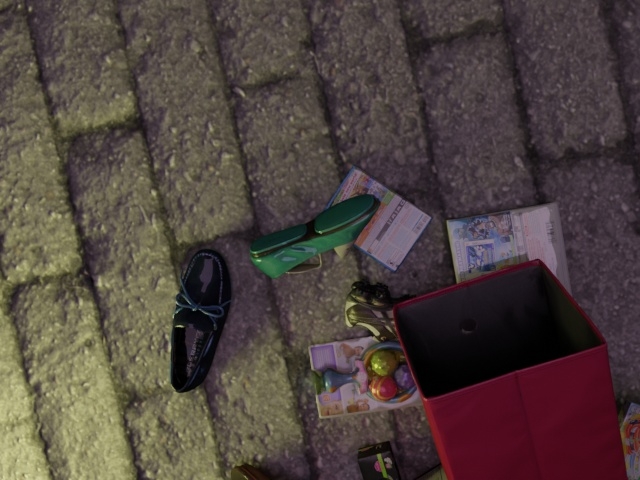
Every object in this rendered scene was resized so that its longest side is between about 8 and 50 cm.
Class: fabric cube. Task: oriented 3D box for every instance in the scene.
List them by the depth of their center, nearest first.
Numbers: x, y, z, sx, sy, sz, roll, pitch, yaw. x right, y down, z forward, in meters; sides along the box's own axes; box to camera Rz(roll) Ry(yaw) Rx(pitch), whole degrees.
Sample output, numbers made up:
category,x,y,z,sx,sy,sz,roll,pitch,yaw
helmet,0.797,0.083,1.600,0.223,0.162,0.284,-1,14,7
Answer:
category,x,y,z,sx,sy,sz,roll,pitch,yaw
fabric cube,0.279,0.225,1.048,0.259,0.254,0.258,-18,116,4

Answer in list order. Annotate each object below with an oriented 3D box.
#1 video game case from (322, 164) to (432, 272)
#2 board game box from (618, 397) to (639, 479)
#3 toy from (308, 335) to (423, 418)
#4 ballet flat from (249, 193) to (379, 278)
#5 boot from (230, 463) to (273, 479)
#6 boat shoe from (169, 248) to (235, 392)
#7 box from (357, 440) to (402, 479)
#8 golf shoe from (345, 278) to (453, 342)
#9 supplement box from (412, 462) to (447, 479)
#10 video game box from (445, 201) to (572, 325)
category,x,y,z,sx,sy,sz,roll,pitch,yaw
video game case,0.095,-0.038,1.206,0.166,0.015,0.119,34,97,2
board game box,0.511,0.342,1.095,0.103,0.026,0.154,20,95,3
toy,0.103,0.238,1.204,0.237,0.056,0.137,-8,94,6
ballet flat,0.000,0.000,1.184,0.247,0.083,0.087,-22,121,15
boot,-0.026,0.490,1.227,0.305,0.115,0.112,35,141,15
boat shoe,-0.210,0.146,1.211,0.108,0.089,0.258,5,94,5
box,0.106,0.409,1.218,0.062,0.052,0.083,-17,93,6
golf shoe,0.137,0.139,1.193,0.198,0.077,0.094,20,109,9
supplement box,0.219,0.509,1.175,0.194,0.129,0.191,-34,90,7
video game box,0.322,0.049,1.174,0.187,0.048,0.205,-9,93,4
